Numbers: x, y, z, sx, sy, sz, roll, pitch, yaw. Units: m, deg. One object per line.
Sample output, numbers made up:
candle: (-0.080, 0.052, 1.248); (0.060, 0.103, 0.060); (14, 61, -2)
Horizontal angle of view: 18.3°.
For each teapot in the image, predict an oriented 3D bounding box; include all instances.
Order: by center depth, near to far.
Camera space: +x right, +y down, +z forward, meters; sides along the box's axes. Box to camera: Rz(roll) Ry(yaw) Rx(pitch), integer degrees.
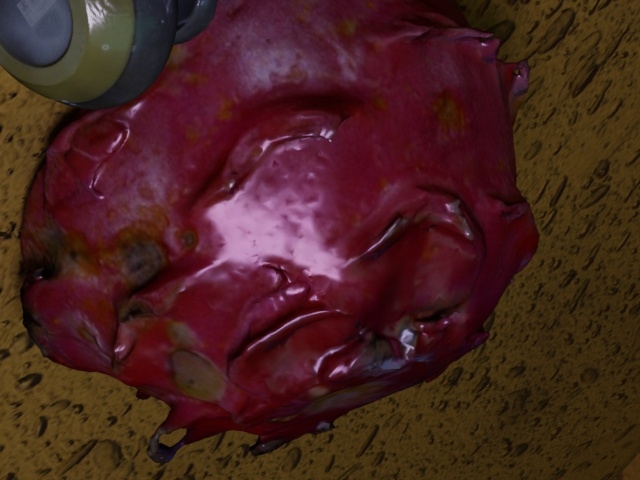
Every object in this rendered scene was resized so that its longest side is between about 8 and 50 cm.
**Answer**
teapot: (-0.136, -0.135, 1.109); (0.165, 0.130, 0.119); (-20, -172, 38)

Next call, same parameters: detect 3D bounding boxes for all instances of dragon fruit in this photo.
dragon fruit: (0.000, 0.000, 1.361); (0.386, 0.249, 0.371); (3, 135, -52)
